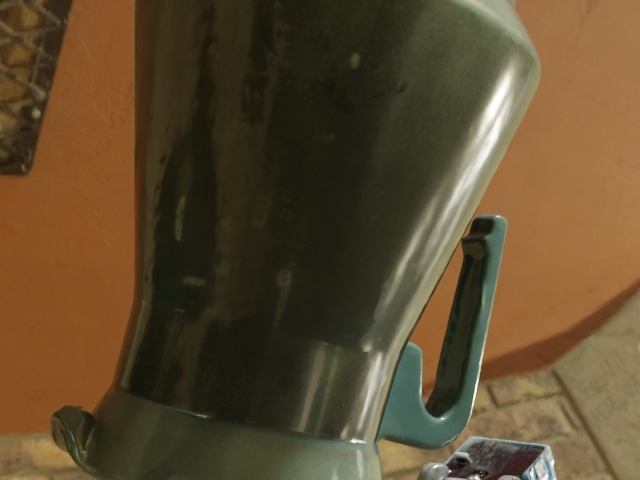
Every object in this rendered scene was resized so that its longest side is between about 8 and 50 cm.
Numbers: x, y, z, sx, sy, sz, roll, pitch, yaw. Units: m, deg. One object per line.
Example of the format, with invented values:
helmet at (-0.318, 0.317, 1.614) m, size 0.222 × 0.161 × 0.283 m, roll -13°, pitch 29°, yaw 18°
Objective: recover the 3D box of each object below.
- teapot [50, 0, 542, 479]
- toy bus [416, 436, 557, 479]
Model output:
teapot at (0.000, 0.000, 0.410) m, size 0.203 × 0.171 × 0.225 m, roll 18°, pitch -97°, yaw -35°
toy bus at (0.096, 0.290, 0.800) m, size 0.297 × 0.106 × 0.131 m, roll -32°, pitch -71°, yaw -40°
